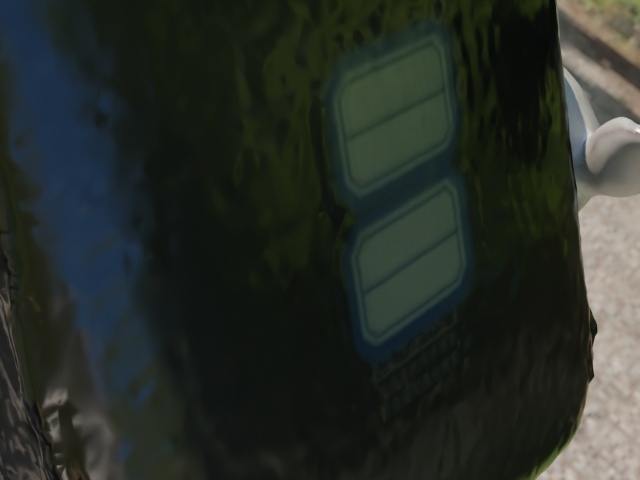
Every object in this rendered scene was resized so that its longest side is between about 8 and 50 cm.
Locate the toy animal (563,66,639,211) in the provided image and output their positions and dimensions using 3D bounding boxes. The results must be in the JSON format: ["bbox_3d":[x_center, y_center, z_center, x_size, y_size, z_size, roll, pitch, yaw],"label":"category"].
[{"bbox_3d":[0.104,-0.083,0.883,0.193,0.127,0.178,54,-10,-15],"label":"toy animal"}]

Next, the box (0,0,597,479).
[{"bbox_3d":[0.000,0.000,0.601,0.091,0.350,0.359,8,29,38],"label":"box"}]
